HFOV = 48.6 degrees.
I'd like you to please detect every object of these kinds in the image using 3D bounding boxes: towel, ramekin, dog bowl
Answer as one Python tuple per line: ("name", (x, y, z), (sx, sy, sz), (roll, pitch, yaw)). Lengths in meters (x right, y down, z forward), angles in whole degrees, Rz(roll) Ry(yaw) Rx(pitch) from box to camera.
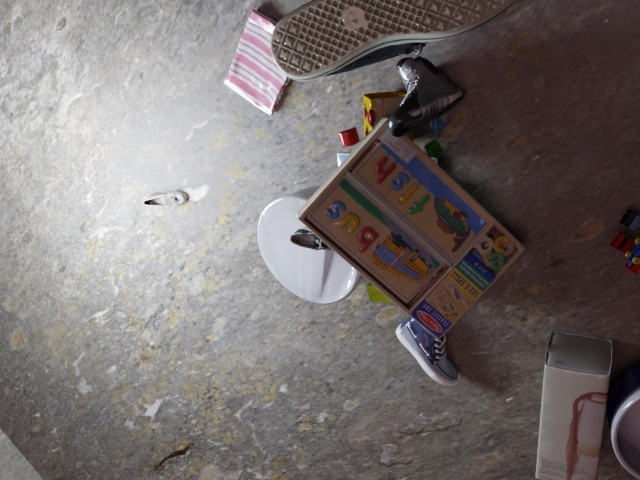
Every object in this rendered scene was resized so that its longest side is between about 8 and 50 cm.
("towel", (-0.131, -0.395, 1.587), (0.144, 0.029, 0.197), (35, 124, 9))
("ramekin", (0.000, 0.000, 1.623), (0.273, 0.127, 0.273), (18, 125, 28))
("dog bowl", (0.721, 0.369, 1.429), (0.265, 0.104, 0.265), (5, 115, 12))

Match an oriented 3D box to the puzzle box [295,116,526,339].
("puzzle box", (0.186, -0.018, 1.454), (0.409, 0.052, 0.272), (40, 98, -14))

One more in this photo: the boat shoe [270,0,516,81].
("boat shoe", (0.144, -0.443, 1.358), (0.500, 0.156, 0.187), (-18, 99, 20))

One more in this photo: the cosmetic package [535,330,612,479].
("cosmetic package", (0.542, 0.364, 1.522), (0.129, 0.153, 0.296), (6, 116, 23))

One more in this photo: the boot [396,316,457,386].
("boot", (0.267, 0.253, 1.657), (0.190, 0.069, 0.086), (45, 127, 4))

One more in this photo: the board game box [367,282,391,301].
("board game box", (0.207, 0.103, 1.605), (0.181, 0.092, 0.043), (-1, 112, 27))

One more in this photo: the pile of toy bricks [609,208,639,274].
("pile of toy bricks", (0.653, -0.029, 1.328), (0.105, 0.118, 0.212), (25, 108, -18))

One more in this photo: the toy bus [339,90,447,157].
("toy bus", (0.140, -0.215, 1.485), (0.191, 0.104, 0.202), (40, 98, -21))

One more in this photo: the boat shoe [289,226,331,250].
("boat shoe", (-0.008, 0.001, 1.514), (0.125, 0.038, 0.046), (16, 125, 28))

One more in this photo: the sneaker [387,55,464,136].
("sneaker", (0.173, -0.287, 1.373), (0.132, 0.228, 0.086), (55, 135, 4))

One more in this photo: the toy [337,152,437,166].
("toy", (0.140, -0.117, 1.561), (0.237, 0.056, 0.137), (5, 114, 25))

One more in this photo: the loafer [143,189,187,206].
("loafer", (-0.407, -0.103, 1.853), (0.125, 0.039, 0.045), (-2, 111, 28))
